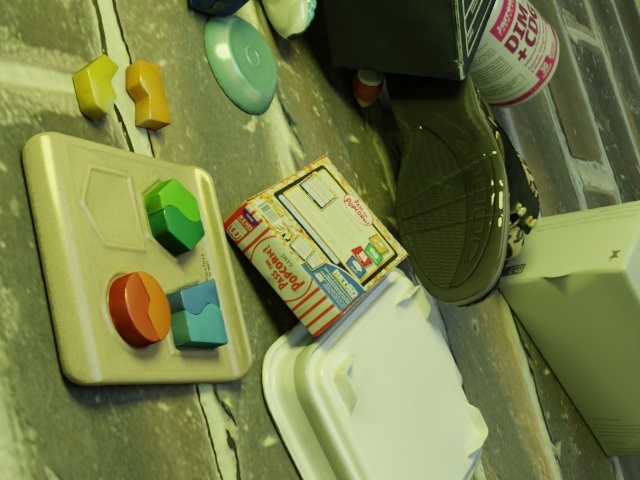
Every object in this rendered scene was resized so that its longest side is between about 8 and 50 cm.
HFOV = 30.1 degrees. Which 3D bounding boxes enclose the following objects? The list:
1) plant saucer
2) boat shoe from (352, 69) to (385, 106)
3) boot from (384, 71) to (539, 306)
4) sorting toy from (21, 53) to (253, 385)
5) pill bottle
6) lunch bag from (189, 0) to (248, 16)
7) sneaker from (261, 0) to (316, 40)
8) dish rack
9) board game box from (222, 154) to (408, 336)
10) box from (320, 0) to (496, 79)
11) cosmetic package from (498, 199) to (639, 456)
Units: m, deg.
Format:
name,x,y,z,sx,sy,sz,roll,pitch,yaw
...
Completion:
name,x,y,z,sx,sy,sz,roll,pitch,yaw
plant saucer,-0.080,-0.196,1.291,0.119,0.021,0.119,37,43,-44
boat shoe,0.067,-0.227,1.540,0.137,0.049,0.043,-80,-179,-47
boot,0.194,-0.050,1.506,0.284,0.138,0.378,46,29,-53
sorting toy,-0.156,-0.027,1.033,0.229,0.041,0.307,7,66,-58
pill bottle,0.221,-0.317,1.735,0.283,0.160,0.160,27,49,-50
lunch bag,-0.094,-0.280,1.239,0.067,0.098,0.065,3,64,-44
sneaker,-0.066,-0.317,1.363,0.082,0.071,0.191,-4,72,-46
dish rack,0.081,0.184,1.271,0.286,0.072,0.333,64,28,-8
board game box,0.000,0.000,1.234,0.147,0.045,0.193,50,30,3
box,0.113,-0.396,1.393,0.294,0.182,0.296,76,29,-45
cosmetic package,0.453,0.139,1.754,0.385,0.217,0.156,57,47,-25
